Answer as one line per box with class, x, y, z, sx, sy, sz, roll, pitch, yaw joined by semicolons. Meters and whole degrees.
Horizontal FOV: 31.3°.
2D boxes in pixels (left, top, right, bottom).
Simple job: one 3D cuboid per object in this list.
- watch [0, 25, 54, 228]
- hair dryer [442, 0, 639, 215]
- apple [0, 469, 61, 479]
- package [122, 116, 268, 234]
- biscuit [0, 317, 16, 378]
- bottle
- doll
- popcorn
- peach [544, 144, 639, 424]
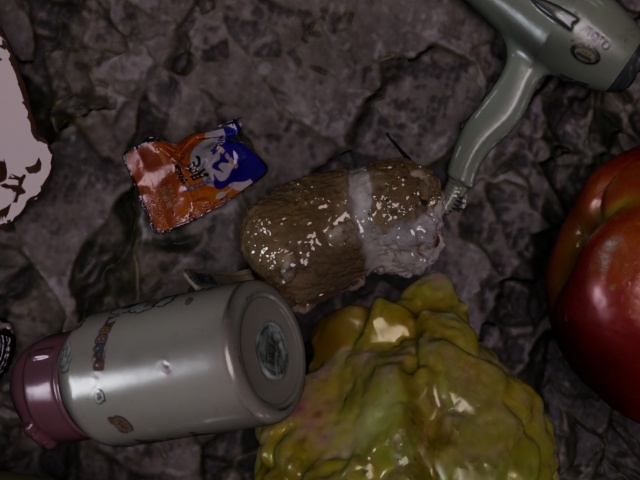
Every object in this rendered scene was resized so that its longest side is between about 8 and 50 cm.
watch;-0.381;-0.085;0.777;0.335;0.327;0.314;-20;92;-6
hair dryer;0.131;-0.169;0.968;0.225;0.088;0.219;-37;87;10
apple;-0.252;0.337;0.797;0.357;0.357;0.357;0;90;-6
package;-0.104;-0.060;0.954;0.111;0.033;0.077;-24;116;8
biscuit;-0.297;0.086;0.936;0.087;0.027;0.089;-38;93;-4
bottle;-0.134;0.102;0.877;0.233;0.110;0.110;-13;92;28
doll;-0.002;0.003;0.926;0.221;0.105;0.115;-26;59;1
popcorn;0.072;0.167;0.889;0.259;0.259;0.212;-40;122;-4
peach;0.299;0.040;0.911;0.243;0.199;0.243;3;77;-15
